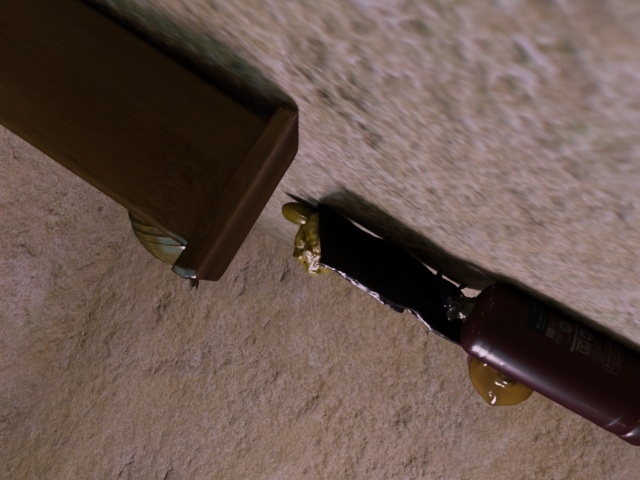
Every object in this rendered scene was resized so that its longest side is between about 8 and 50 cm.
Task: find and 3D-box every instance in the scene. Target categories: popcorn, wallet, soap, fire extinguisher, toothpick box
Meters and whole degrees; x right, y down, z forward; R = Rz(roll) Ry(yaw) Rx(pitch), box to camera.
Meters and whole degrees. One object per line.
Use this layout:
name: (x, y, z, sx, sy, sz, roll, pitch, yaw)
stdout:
popcorn: (0.000, 0.000, 1.063, 0.121, 0.116, 0.106, 50, -158, -51)
wallet: (0.131, 0.061, 0.934, 0.323, 0.041, 0.247, 29, -162, -13)
soap: (-0.016, -0.037, 1.158, 0.140, 0.045, 0.089, 32, 178, -42)
fire extinguisher: (0.309, 0.147, 0.817, 0.337, 0.114, 0.135, 29, -157, 6)
toothpick box: (-0.197, -0.118, 0.615, 0.308, 0.190, 0.187, 33, 177, 0)

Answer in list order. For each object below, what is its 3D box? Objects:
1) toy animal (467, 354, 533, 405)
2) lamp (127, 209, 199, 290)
toy animal: (0.398, 0.277, 1.279, 0.195, 0.169, 0.281, 25, 175, 13)
lamp: (-0.256, -0.038, 1.168, 0.250, 0.284, 0.250, -1, -168, 0)
